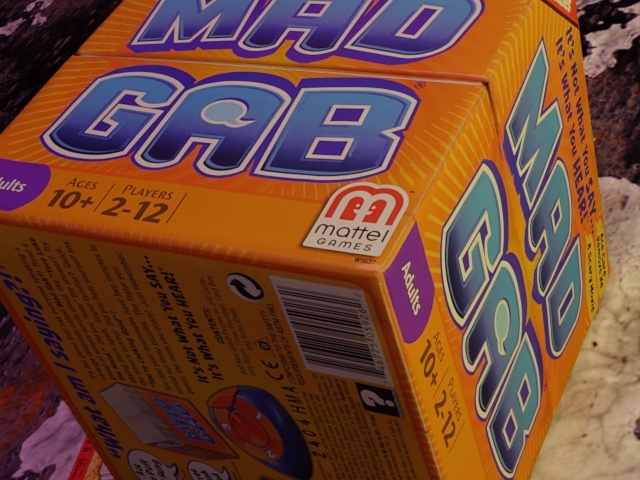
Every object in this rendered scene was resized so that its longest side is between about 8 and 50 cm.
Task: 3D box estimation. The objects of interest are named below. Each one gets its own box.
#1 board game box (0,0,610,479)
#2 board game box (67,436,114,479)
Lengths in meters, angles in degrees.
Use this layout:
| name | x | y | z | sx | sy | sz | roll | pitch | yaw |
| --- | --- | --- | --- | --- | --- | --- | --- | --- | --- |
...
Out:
| name | x | y | z | sx | sy | sz | roll | pitch | yaw |
| --- | --- | --- | --- | --- | --- | --- | --- | --- | --- |
| board game box | 0.000 | 0.000 | 0.977 | 0.356 | 0.356 | 0.356 | 8 | 48 | 28 |
| board game box | -0.141 | 0.207 | 1.135 | 0.194 | 0.045 | 0.146 | -10 | 40 | 24 |
